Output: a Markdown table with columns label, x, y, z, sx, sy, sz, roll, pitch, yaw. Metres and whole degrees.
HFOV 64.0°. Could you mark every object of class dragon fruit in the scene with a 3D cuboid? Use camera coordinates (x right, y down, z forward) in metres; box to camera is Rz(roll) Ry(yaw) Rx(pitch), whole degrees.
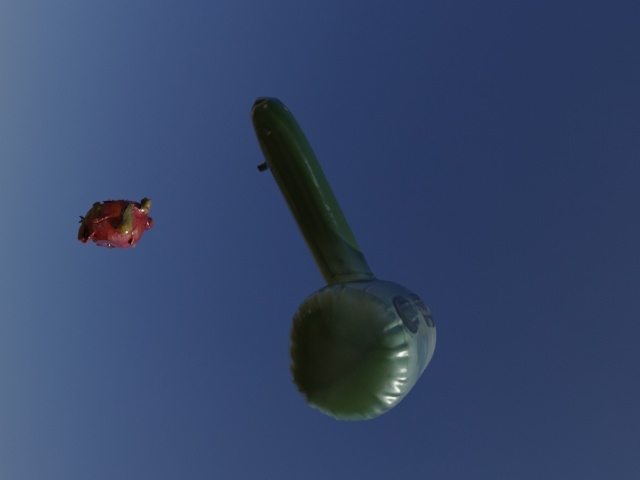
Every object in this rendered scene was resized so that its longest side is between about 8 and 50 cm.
| label | x | y | z | sx | sy | sz | roll | pitch | yaw |
| --- | --- | --- | --- | --- | --- | --- | --- | --- | --- |
| dragon fruit | -0.348 | -0.018 | 0.880 | 0.112 | 0.126 | 0.068 | 111 | -33 | -63 |

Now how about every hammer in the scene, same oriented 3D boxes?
| label | x | y | z | sx | sy | sz | roll | pitch | yaw |
| --- | --- | --- | --- | --- | --- | --- | --- | --- | --- |
| hammer | 0.000 | 0.000 | 0.517 | 0.118 | 0.206 | 0.336 | -29 | -102 | 13 |
